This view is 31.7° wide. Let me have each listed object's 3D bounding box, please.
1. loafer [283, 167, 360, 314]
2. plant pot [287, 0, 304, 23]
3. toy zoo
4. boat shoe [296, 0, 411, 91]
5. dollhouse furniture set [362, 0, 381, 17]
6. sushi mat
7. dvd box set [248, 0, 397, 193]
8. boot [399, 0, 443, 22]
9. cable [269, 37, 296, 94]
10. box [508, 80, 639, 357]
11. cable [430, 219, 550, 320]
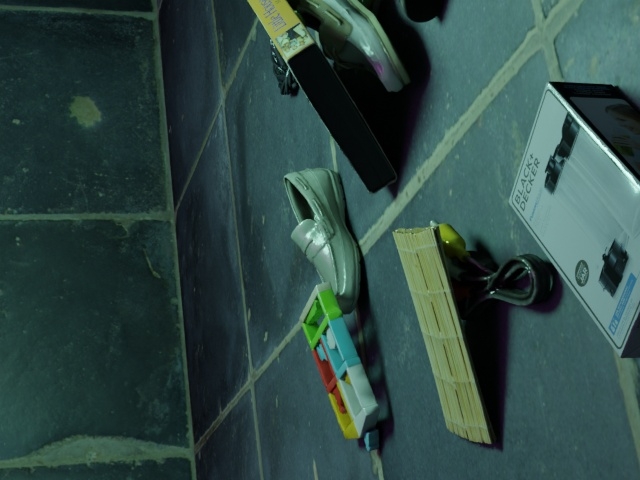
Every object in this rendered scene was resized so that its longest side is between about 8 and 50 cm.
[{"bbox_3d":[0.000,0.000,2.115,0.112,0.111,0.319,111,152,-48],"label":"loafer"},{"bbox_3d":[-0.056,-0.485,2.354,0.079,0.083,0.083,96,166,-61],"label":"plant pot"},{"bbox_3d":[0.039,0.239,2.025,0.192,0.030,0.293,115,136,-66],"label":"toy zoo"},{"bbox_3d":[0.053,-0.331,1.872,0.113,0.103,0.302,56,-176,-45],"label":"boat shoe"},{"bbox_3d":[0.076,-0.450,1.961,0.076,0.058,0.152,-112,28,-49],"label":"dollhouse furniture set"},{"bbox_3d":[0.174,0.132,1.598,0.151,0.019,0.316,-179,72,-70],"label":"sushi mat"},{"bbox_3d":[-0.017,-0.296,1.977,0.307,0.062,0.420,55,-175,-36],"label":"dvd box set"},{"bbox_3d":[0.129,-0.483,1.748,0.229,0.091,0.263,-116,29,-52],"label":"boot"},{"bbox_3d":[-0.074,-0.409,2.462,0.150,0.047,0.184,104,155,-50],"label":"cable"},{"bbox_3d":[0.313,-0.029,1.195,0.290,0.087,0.169,-113,29,-50],"label":"box"},{"bbox_3d":[0.213,0.061,1.527,0.287,0.072,0.139,-148,56,-70],"label":"cable"}]
